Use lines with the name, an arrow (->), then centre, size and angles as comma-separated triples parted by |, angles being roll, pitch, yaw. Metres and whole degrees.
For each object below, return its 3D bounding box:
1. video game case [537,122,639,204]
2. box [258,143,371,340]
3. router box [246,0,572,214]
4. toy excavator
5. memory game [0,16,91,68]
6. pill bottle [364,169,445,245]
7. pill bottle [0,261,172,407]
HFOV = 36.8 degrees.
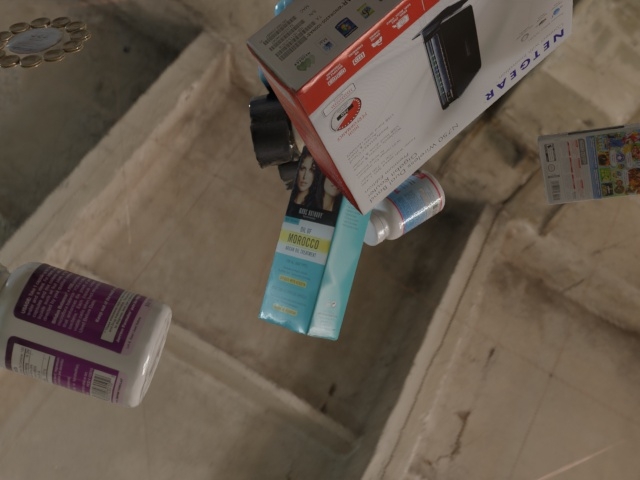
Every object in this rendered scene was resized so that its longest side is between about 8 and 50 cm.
video game case -> 0.301, -0.082, 1.037 | 0.122, 0.087, 0.011 | -6, -145, 17
box -> 0.000, 0.000, 1.265 | 0.060, 0.100, 0.244 | 15, -91, -45
router box -> 0.114, -0.214, 1.005 | 0.335, 0.301, 0.082 | -41, -115, -2
toy excavator -> 0.000, -0.331, 1.380 | 0.222, 0.433, 0.445 | -7, -101, 9
memory game -> -0.485, -0.339, 1.643 | 0.186, 0.012, 0.186 | -4, -142, 3
pill bottle -> 0.140, -0.056, 1.729 | 0.160, 0.087, 0.087 | -31, -104, -27
pill bottle -> -0.391, 0.130, 1.445 | 0.302, 0.169, 0.169 | 19, -121, -2
